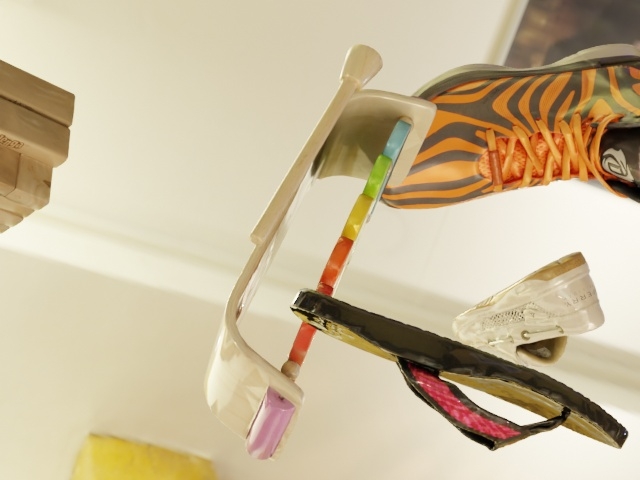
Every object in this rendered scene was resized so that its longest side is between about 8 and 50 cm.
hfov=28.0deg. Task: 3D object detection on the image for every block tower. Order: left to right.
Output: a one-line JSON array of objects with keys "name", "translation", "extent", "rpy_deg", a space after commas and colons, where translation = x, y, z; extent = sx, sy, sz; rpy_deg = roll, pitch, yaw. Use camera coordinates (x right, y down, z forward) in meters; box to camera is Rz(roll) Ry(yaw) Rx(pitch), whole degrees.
[{"name": "block tower", "translation": [-0.330, -0.027, 1.005], "extent": [0.097, 0.091, 0.335], "rpy_deg": [25, 142, -36]}]

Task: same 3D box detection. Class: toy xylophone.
[{"name": "toy xylophone", "translation": [0.000, 0.000, 0.983], "extent": [0.081, 0.323, 0.236], "rpy_deg": [25, 154, 2]}]

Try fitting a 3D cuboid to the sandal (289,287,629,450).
[{"name": "sandal", "translation": [0.064, 0.074, 0.643], "extent": [0.179, 0.040, 0.067], "rpy_deg": [20, 165, 11]}]

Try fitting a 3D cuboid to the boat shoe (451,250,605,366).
[{"name": "boat shoe", "translation": [0.223, 0.096, 1.396], "extent": [0.098, 0.096, 0.277], "rpy_deg": [-25, 172, -17]}]

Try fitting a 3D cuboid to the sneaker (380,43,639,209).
[{"name": "sneaker", "translation": [0.209, -0.089, 1.152], "extent": [0.321, 0.125, 0.180], "rpy_deg": [-21, -151, -12]}]
